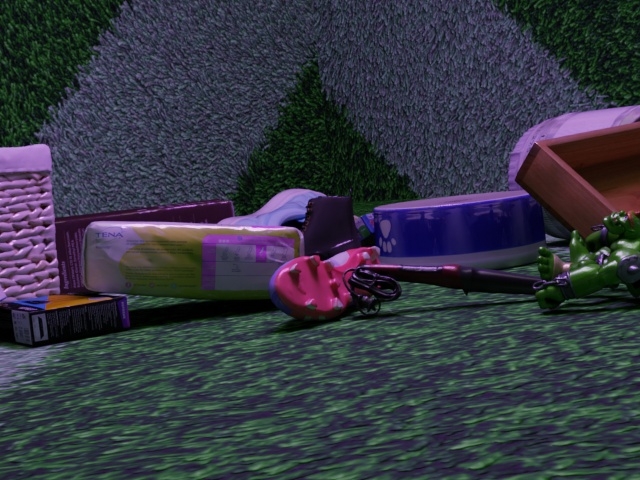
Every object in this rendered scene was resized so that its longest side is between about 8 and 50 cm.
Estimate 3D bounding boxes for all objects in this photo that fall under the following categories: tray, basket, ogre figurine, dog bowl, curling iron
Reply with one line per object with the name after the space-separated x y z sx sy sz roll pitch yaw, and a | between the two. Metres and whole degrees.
0.478 -0.074 1.747 0.411 0.076 0.203 -13 49 -42 | tray
-0.616 -0.002 1.905 0.328 0.266 0.331 -3 6 39 | basket
0.324 0.020 1.401 0.118 0.096 0.197 -14 -9 35 | ogre figurine
0.216 -0.013 1.945 0.265 0.104 0.265 -6 4 0 | dog bowl
0.163 0.057 1.476 0.274 0.068 0.035 1 -30 5 | curling iron

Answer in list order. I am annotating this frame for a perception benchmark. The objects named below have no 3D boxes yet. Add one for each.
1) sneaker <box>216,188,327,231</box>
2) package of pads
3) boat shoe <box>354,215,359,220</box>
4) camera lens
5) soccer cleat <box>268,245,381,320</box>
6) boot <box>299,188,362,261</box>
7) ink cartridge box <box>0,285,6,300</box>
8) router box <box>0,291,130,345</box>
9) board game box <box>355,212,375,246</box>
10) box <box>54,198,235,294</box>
-0.038 -0.005 2.165 0.150 0.135 0.366 4 17 27 | sneaker
-0.178 0.028 1.719 0.297 0.101 0.229 2 -1 -8 | package of pads
0.000 0.000 2.454 0.190 0.068 0.072 -16 18 -6 | boat shoe
0.474 -0.107 2.061 0.219 0.219 0.274 -9 5 -33 | camera lens
-0.001 0.060 1.541 0.095 0.083 0.248 -29 -6 30 | soccer cleat
-0.034 -0.004 1.966 0.198 0.137 0.077 -7 4 0 | boot
-0.499 0.095 1.578 0.180 0.060 0.104 -28 4 1 | ink cartridge box
-0.346 0.099 1.626 0.133 0.046 0.179 -8 5 -33 | router box
0.061 -0.001 2.089 0.136 0.035 0.201 -35 -7 21 | board game box
-0.345 0.013 2.213 0.381 0.143 0.191 -9 5 -12 | box
